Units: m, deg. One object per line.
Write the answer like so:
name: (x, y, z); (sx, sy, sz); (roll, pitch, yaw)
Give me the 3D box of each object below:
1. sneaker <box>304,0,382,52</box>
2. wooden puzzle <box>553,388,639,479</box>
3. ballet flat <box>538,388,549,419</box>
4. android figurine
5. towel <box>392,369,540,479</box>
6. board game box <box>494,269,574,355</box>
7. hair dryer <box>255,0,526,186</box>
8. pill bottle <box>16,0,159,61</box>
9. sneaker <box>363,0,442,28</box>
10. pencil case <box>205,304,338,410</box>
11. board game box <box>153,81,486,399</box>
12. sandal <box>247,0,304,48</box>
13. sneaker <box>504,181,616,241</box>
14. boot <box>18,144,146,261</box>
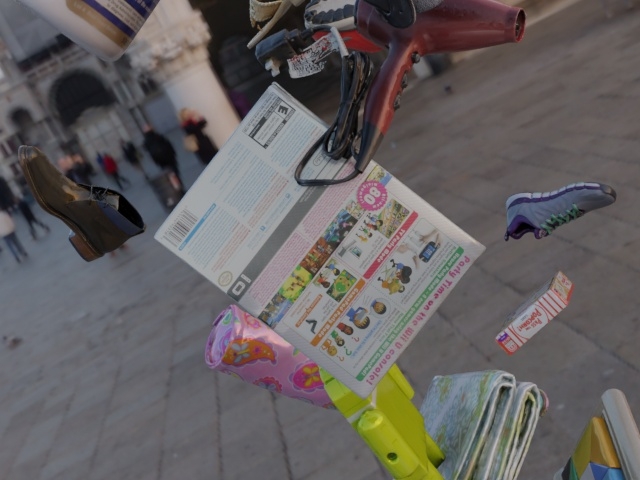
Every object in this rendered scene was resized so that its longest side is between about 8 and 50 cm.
sneaker: (0.114, -0.380, 1.666); (0.279, 0.118, 0.107); (1, 61, 17)
wooden puzzle: (0.449, 0.393, 1.569); (0.044, 0.238, 0.221); (11, 37, -11)
ballet flat: (0.363, 0.341, 1.848); (0.221, 0.079, 0.076); (-36, 44, 38)
android figurine: (0.082, 0.224, 1.319); (0.056, 0.272, 0.248); (-34, 9, 12)
towel: (0.197, 0.360, 1.479); (0.320, 0.090, 0.374); (-65, 6, -13)
board game box: (0.411, 0.135, 1.851); (0.147, 0.045, 0.193); (-45, -7, 19)
hair dryer: (0.085, -0.185, 1.057); (0.294, 0.223, 0.080); (-27, -27, 11)
pill bottle: (-0.182, -0.313, 0.900); (0.264, 0.153, 0.153); (-55, 12, 1)
sneaker: (0.071, -0.273, 0.837); (0.101, 0.153, 0.268); (-46, 15, -6)
pencil case: (-0.055, 0.207, 1.681); (0.124, 0.284, 0.124); (-50, 29, 40)
board game box: (0.000, 0.000, 1.116); (0.224, 0.303, 0.097); (-51, 1, 2)
sandal: (-0.080, -0.411, 1.614); (0.240, 0.079, 0.088); (-26, 25, 55)
sneaker: (0.460, -0.046, 1.859); (0.224, 0.083, 0.098); (-10, 56, 40)
boot: (-0.352, -0.070, 1.441); (0.106, 0.219, 0.082); (-21, 39, 11)
